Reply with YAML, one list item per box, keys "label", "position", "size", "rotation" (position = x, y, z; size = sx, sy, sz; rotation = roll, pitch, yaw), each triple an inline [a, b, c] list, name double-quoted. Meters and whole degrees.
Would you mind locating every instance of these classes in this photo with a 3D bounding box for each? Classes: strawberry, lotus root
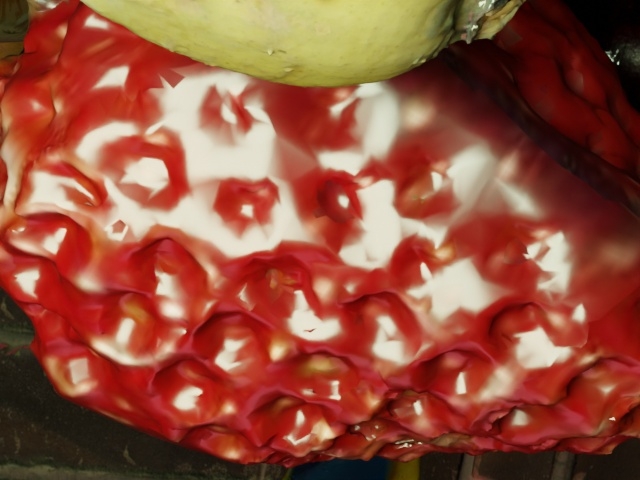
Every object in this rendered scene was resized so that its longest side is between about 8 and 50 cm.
- label: "strawberry"
  position: [0.034, -0.003, 0.899]
  size: [0.345, 0.295, 0.317]
  rotation: [32, 173, 17]
- label: "lotus root"
  position: [-0.001, -0.114, 0.706]
  size: [0.221, 0.118, 0.125]
  rotation: [14, -163, -18]

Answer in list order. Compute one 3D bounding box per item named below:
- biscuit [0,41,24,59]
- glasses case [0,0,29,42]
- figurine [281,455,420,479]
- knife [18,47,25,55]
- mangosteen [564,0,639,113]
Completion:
- label: "biscuit"
  position: [-0.221, -0.127, 1.349]
  size: [0.324, 0.049, 0.205]
  rotation: [-18, 158, 3]
- label: "glasses case"
  position: [-0.274, -0.178, 1.032]
  size: [0.157, 0.098, 0.425]
  rotation: [23, -175, 18]
- label: "figurine"
  position: [-0.022, -0.027, 1.430]
  size: [0.387, 0.268, 0.401]
  rotation: [-29, -132, -23]
- label: "knife"
  position: [-0.152, -0.135, 1.282]
  size: [0.072, 0.019, 0.245]
  rotation: [10, 146, -33]
- label: "mangosteen"
  position: [0.149, -0.077, 1.035]
  size: [0.140, 0.140, 0.140]
  rotation: [11, -179, 0]
